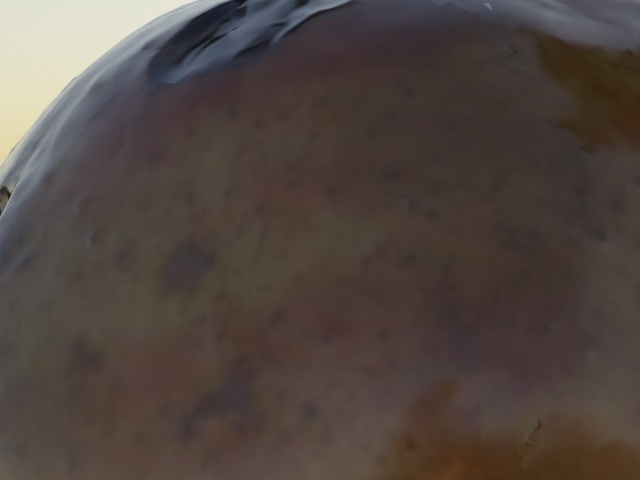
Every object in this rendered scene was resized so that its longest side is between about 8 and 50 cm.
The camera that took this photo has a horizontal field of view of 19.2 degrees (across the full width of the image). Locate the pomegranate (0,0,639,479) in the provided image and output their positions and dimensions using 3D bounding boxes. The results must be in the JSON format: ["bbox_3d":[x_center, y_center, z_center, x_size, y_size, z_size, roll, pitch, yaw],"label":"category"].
[{"bbox_3d":[0.019,0.066,0.479,0.281,0.281,0.281,-3,2,0],"label":"pomegranate"}]
